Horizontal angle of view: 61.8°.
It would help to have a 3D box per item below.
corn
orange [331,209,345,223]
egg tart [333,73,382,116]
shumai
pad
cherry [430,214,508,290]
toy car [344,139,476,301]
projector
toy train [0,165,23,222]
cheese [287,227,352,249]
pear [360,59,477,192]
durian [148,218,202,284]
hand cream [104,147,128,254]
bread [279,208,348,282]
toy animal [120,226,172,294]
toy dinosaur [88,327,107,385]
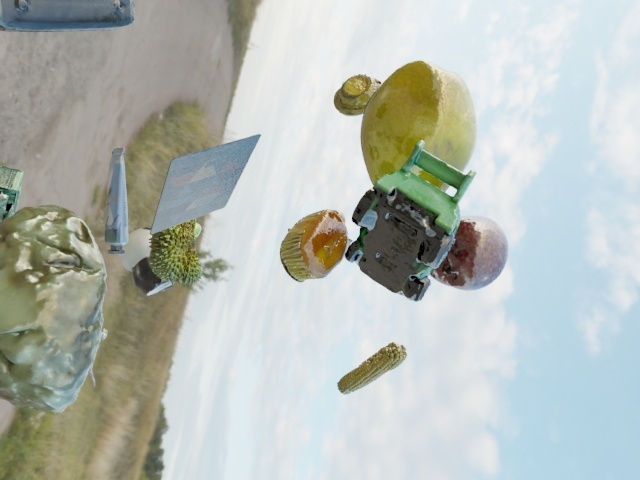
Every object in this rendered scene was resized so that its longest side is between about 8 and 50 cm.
[{"bbox_3d":[0.184,0.454,1.899,0.288,0.086,0.086,-36,-154,13],"label":"corn"},{"bbox_3d":[0.055,-0.077,2.037,0.083,0.084,0.083,-166,-90,-77],"label":"orange"},{"bbox_3d":[0.134,-0.526,1.895,0.074,0.191,0.191,66,25,-54],"label":"egg tart"},{"bbox_3d":[-0.495,0.099,0.752,0.292,0.288,0.330,-44,-123,18],"label":"shumai"},{"bbox_3d":[-0.176,-0.080,0.797,0.003,0.143,0.211,57,-34,12],"label":"pad"},{"bbox_3d":[0.427,0.029,1.552,0.230,0.300,0.203,1,-67,51],"label":"cherry"},{"bbox_3d":[0.194,-0.024,1.199,0.176,0.213,0.358,-48,162,-31],"label":"toy car"},{"bbox_3d":[-0.701,-0.740,1.351,0.405,0.242,0.395,-27,125,-48],"label":"projector"},{"bbox_3d":[-0.871,-0.094,1.420,0.269,0.115,0.154,-33,-125,52],"label":"toy train"},{"bbox_3d":[-0.014,-0.006,1.659,0.070,0.249,0.163,-70,158,-2],"label":"cheese"},{"bbox_3d":[0.290,-0.323,1.616,0.362,0.362,0.418,-114,-147,-70],"label":"pear"},{"bbox_3d":[-0.482,0.038,1.780,0.200,0.177,0.236,-111,-160,-63],"label":"durian"},{"bbox_3d":[-0.488,-0.095,1.289,0.088,0.055,0.256,10,-83,57],"label":"hand cream"},{"bbox_3d":[-0.008,0.010,1.289,0.114,0.132,0.190,-11,-149,45],"label":"bread"},{"bbox_3d":[-0.690,0.082,2.177,0.266,0.213,0.212,61,-25,10],"label":"toy animal"},{"bbox_3d":[-0.641,0.289,1.483,0.167,0.053,0.242,141,-47,-83],"label":"toy dinosaur"}]
